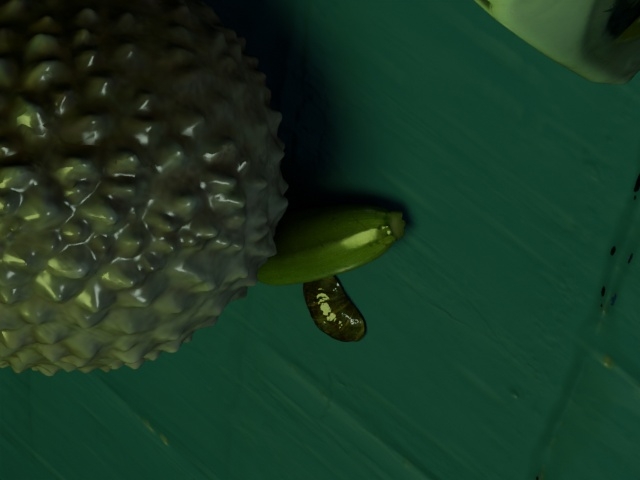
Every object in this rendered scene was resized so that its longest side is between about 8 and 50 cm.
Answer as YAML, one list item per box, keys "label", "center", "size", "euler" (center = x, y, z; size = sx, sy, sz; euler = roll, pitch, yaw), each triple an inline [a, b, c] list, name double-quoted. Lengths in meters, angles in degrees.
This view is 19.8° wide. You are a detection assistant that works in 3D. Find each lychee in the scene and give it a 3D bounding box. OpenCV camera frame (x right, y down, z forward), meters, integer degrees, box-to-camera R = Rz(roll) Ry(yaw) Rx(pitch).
- label: "lychee"
  center: [-0.220, -0.067, 1.506]
  size: [0.380, 0.432, 0.380]
  euler: [3, 96, 27]

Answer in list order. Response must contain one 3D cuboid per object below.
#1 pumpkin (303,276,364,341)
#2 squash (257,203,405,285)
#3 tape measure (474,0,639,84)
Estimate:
- label: "pumpkin"
  center: [0.006, 0.063, 1.673]
  size: [0.083, 0.028, 0.050]
  euler: [60, 151, -7]
- label: "squash"
  center: [0.000, 0.000, 1.583]
  size: [0.201, 0.066, 0.066]
  euler: [-13, 112, 50]
- label: "tape measure"
  center: [0.166, -0.206, 0.946]
  size: [0.138, 0.262, 0.259]
  euler: [49, -167, 12]
